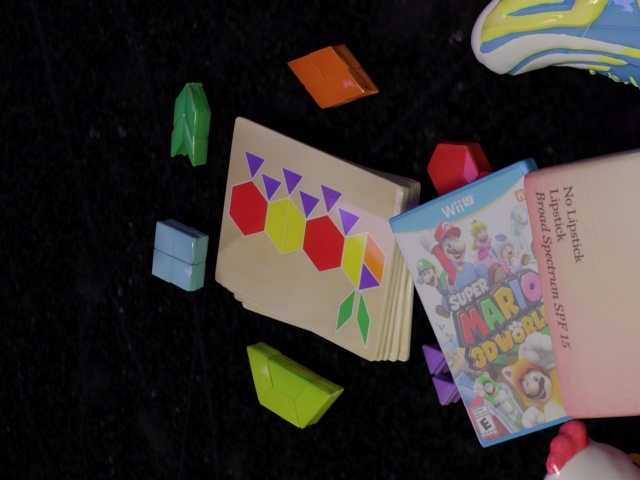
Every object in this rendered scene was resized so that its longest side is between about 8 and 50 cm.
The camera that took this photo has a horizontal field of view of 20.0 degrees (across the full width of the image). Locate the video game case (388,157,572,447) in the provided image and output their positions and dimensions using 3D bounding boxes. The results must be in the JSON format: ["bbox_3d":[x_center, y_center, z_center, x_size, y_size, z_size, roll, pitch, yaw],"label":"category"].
[{"bbox_3d":[0.122,0.043,1.189,0.119,0.015,0.166,-24,87,39],"label":"video game case"}]

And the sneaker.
[{"bbox_3d":[0.190,-0.113,1.050,0.240,0.091,0.126,-23,82,47],"label":"sneaker"}]

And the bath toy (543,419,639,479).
[{"bbox_3d":[0.256,0.147,0.981,0.348,0.151,0.129,-11,97,44],"label":"bath toy"}]

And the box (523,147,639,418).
[{"bbox_3d":[0.245,0.011,0.990,0.232,0.126,0.149,-11,90,48],"label":"box"}]

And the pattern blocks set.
[{"bbox_3d":[0.000,0.000,1.322,0.325,0.026,0.285,34,121,33],"label":"pattern blocks set"}]
